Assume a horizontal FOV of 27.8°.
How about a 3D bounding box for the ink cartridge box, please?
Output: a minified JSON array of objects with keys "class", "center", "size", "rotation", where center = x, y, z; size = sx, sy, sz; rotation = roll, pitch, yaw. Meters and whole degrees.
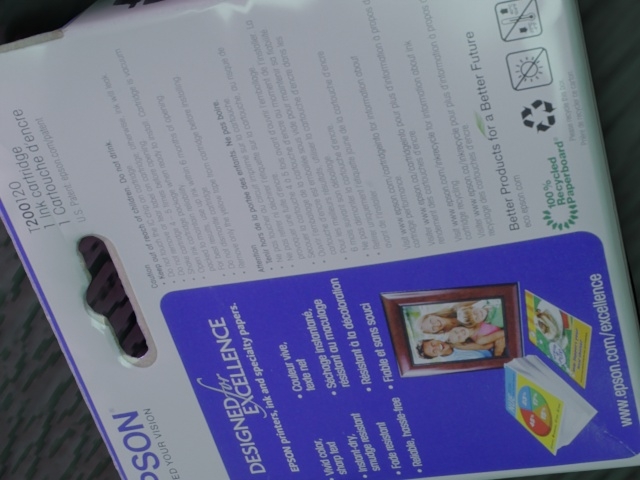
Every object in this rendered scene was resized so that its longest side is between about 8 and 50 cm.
[{"class":"ink cartridge box","center":[0.000,0.000,0.456],"size":[0.208,0.045,0.206],"rotation":[-10,119,15]}]
